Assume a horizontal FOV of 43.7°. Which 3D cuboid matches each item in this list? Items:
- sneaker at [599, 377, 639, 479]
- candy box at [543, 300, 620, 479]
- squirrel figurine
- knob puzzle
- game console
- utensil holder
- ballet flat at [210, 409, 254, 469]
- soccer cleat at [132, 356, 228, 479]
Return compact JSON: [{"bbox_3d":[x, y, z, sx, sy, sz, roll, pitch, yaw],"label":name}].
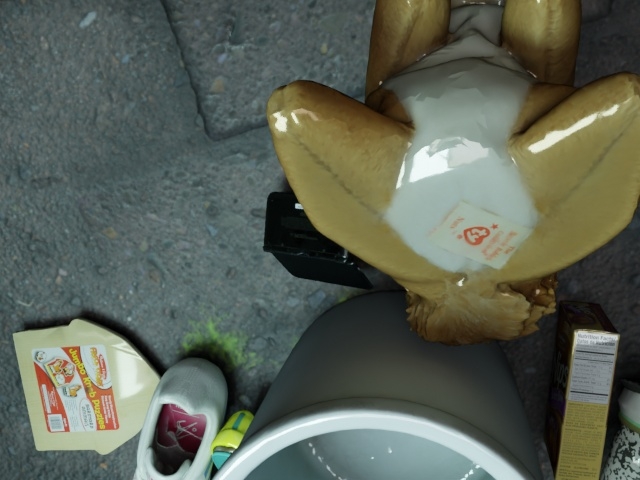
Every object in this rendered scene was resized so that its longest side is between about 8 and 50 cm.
[{"bbox_3d":[0.496,0.316,0.905,0.410,0.158,0.182,28,97,9],"label":"sneaker"},{"bbox_3d":[0.301,0.175,0.930,0.053,0.109,0.187,6,103,7],"label":"candy box"},{"bbox_3d":[0.155,-0.114,0.791,0.281,0.370,0.397,-6,135,16],"label":"squirrel figurine"},{"bbox_3d":[-0.300,0.192,1.066,0.213,0.030,0.213,2,103,9],"label":"knob puzzle"},{"bbox_3d":[0.000,0.000,0.942,0.122,0.071,0.107,7,95,34],"label":"game console"},{"bbox_3d":[0.074,0.248,0.838,0.327,0.385,0.328,2,104,9],"label":"utensil holder"},{"bbox_3d":[-0.089,0.298,1.025,0.077,0.077,0.231,6,136,12],"label":"ballet flat"},{"bbox_3d":[-0.198,0.310,1.019,0.116,0.143,0.331,13,105,6],"label":"soccer cleat"}]
